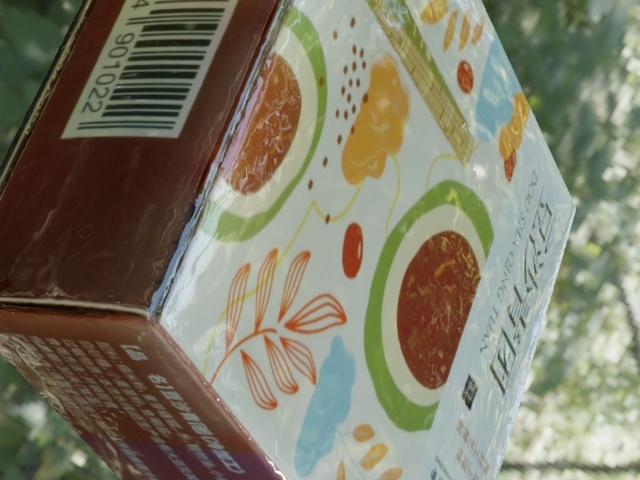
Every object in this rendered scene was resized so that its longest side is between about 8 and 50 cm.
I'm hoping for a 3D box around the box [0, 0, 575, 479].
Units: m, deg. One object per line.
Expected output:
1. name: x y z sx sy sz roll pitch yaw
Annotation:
1. box: 0.000 0.000 0.966 0.385 0.122 0.344 57 44 -46
